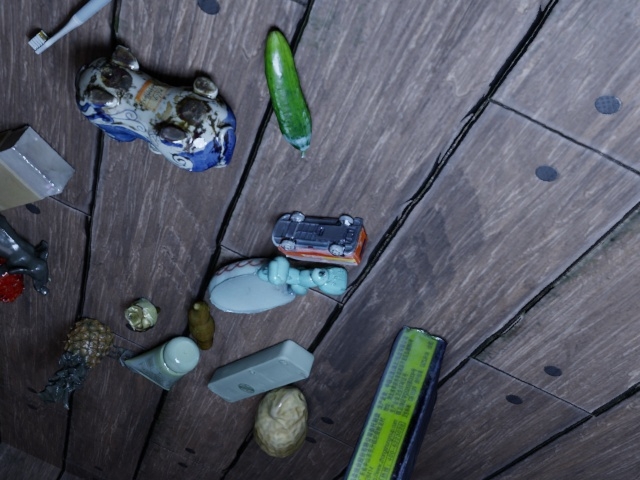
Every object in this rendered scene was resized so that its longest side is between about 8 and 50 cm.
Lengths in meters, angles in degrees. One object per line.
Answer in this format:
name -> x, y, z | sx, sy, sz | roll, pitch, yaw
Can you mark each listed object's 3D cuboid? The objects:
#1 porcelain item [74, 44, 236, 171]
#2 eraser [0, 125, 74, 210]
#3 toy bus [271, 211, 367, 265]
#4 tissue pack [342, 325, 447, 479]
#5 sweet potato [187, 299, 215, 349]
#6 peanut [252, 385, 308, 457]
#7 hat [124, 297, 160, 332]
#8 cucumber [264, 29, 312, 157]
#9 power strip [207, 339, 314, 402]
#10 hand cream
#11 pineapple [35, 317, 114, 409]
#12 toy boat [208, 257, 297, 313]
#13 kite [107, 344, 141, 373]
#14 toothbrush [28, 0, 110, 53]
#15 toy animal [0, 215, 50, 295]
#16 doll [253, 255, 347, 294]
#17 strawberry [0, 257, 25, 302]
porcelain item -> -0.276, -0.199, 1.421 | 0.288, 0.138, 0.186 | 22, 156, 4
eraser -> -0.675, -0.138, 1.781 | 0.343, 0.078, 0.144 | -10, 134, 39
toy bus -> 0.000, 0.000, 1.570 | 0.174, 0.079, 0.077 | 4, 150, 26
tissue pack -> 0.143, 0.414, 1.748 | 0.124, 0.394, 0.288 | 18, 146, 12
sweet potato -> -0.283, 0.208, 2.021 | 0.067, 0.067, 0.274 | 19, 150, 7
peanut -> -0.097, 0.464, 2.164 | 0.140, 0.153, 0.325 | 48, 153, 19
hat -> -0.431, 0.178, 2.072 | 0.077, 0.059, 0.076 | -24, 108, 41
cucumber -> -0.050, -0.217, 1.330 | 0.056, 0.056, 0.250 | 8, 141, 22
power strip -> -0.160, 0.331, 2.108 | 0.091, 0.062, 0.385 | 38, 142, -20
hand cream -> -0.410, 0.330, 2.230 | 0.147, 0.093, 0.306 | 36, 145, -14
pineapple -> -0.644, 0.324, 2.223 | 0.128, 0.248, 0.128 | 15, 141, 12
toy boat -> -0.143, 0.087, 1.785 | 0.207, 0.079, 0.134 | -17, 137, 30
kite -> -0.557, 0.325, 2.376 | 0.245, 0.015, 0.141 | 24, 143, -1
toothbrush -> -0.373, -0.368, 1.348 | 0.342, 0.025, 0.030 | -15, 127, 43
toy animal -> -0.732, 0.038, 2.013 | 0.245, 0.115, 0.146 | 38, 144, -19
doll -> -0.045, 0.069, 1.652 | 0.159, 0.059, 0.158 | 1, 168, 27
strawberry -> -0.859, 0.101, 2.175 | 0.190, 0.111, 0.236 | 6, 142, 20
